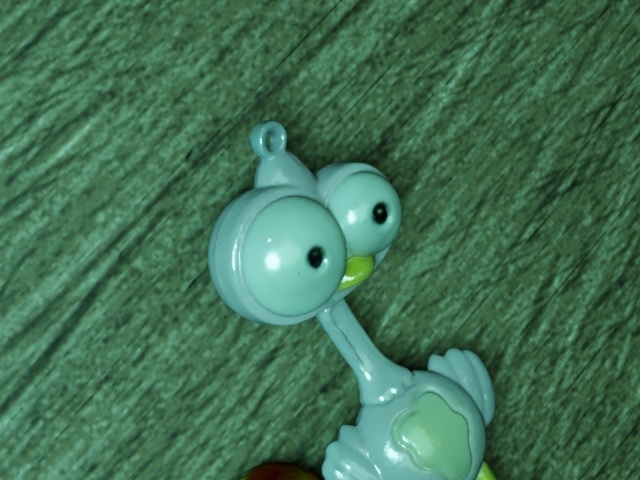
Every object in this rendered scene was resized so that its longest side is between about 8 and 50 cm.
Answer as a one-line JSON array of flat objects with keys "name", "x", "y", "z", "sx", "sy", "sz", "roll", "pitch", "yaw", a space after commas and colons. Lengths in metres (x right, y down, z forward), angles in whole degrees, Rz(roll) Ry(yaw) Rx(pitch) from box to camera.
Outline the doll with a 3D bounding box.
[{"name": "doll", "x": 0.033, "y": 0.076, "z": 1.331, "sx": 0.160, "sy": 0.094, "sz": 0.365, "roll": -34, "pitch": 108, "yaw": -25}]

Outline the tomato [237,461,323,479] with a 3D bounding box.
[{"name": "tomato", "x": -0.033, "y": 0.203, "z": 1.317, "sx": 0.087, "sy": 0.075, "sz": 0.087, "roll": 11, "pitch": 71, "yaw": -35}]
